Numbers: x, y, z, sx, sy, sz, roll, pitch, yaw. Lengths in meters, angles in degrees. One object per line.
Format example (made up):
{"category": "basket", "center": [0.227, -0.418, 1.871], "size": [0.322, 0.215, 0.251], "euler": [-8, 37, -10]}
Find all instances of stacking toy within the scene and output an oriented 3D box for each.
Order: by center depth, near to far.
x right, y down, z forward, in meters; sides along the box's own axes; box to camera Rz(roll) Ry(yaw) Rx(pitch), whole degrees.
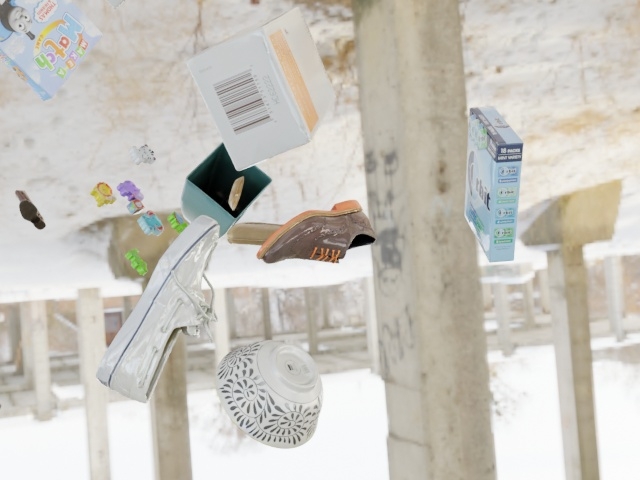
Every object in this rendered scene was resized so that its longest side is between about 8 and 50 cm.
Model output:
{"category": "stacking toy", "center": [-0.363, -0.064, 1.641], "size": [0.167, 0.221, 0.052], "euler": [-38, 169, 32]}

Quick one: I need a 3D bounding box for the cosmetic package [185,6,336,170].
{"category": "cosmetic package", "center": [-0.102, -0.326, 1.656], "size": [0.162, 0.230, 0.453], "euler": [-20, -163, 14]}

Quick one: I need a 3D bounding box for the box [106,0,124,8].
{"category": "box", "center": [-0.526, -0.735, 2.092], "size": [0.119, 0.182, 0.181], "euler": [-24, -149, 38]}

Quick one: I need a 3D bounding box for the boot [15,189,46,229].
{"category": "boot", "center": [-0.675, -0.088, 1.842], "size": [0.037, 0.114, 0.106], "euler": [-30, 146, -14]}

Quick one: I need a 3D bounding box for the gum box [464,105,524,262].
{"category": "gum box", "center": [0.252, -0.085, 1.191], "size": [0.041, 0.184, 0.157], "euler": [-5, -152, -2]}

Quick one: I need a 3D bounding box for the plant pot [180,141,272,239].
{"category": "plant pot", "center": [-0.269, -0.110, 2.151], "size": [0.165, 0.165, 0.234], "euler": [-50, 180, -32]}

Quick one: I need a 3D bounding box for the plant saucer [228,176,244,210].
{"category": "plant saucer", "center": [-0.197, -0.111, 1.877], "size": [0.015, 0.083, 0.083], "euler": [17, 178, 1]}

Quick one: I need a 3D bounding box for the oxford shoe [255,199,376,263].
{"category": "oxford shoe", "center": [0.000, 0.000, 1.537], "size": [0.271, 0.098, 0.097], "euler": [-22, 158, -37]}

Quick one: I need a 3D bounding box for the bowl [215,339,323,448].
{"category": "bowl", "center": [-0.054, 0.198, 1.131], "size": [0.170, 0.170, 0.080], "euler": [-2, 141, -46]}

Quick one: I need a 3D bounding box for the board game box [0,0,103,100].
{"category": "board game box", "center": [-0.479, -0.360, 1.316], "size": [0.039, 0.160, 0.211], "euler": [-3, 139, 44]}

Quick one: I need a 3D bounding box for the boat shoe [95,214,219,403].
{"category": "boat shoe", "center": [-0.255, 0.138, 1.498], "size": [0.157, 0.367, 0.136], "euler": [30, 171, 8]}

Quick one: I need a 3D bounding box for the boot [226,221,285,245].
{"category": "boot", "center": [-0.116, -0.029, 2.510], "size": [0.270, 0.089, 0.236], "euler": [3, -172, 38]}
